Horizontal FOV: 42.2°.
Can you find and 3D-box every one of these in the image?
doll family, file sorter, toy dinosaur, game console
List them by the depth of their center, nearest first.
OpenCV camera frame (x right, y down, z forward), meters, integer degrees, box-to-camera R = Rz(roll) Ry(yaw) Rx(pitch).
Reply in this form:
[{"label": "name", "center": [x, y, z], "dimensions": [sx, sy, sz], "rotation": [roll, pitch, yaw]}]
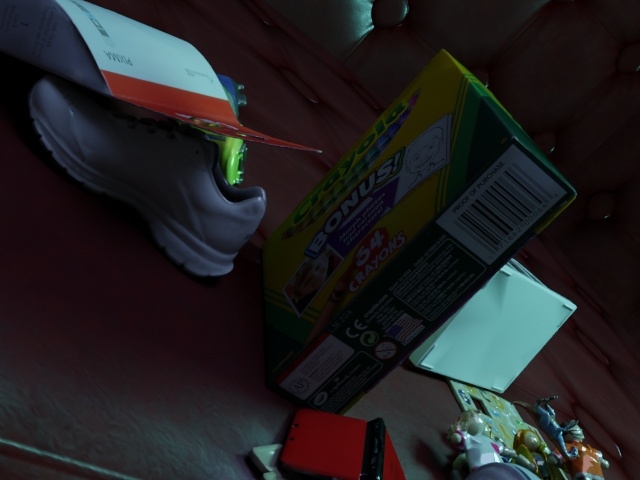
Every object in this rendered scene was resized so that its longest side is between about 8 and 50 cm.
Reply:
[{"label": "game console", "center": [0.028, 0.231, 0.811], "dimensions": [0.144, 0.085, 0.124], "rotation": [-59, 129, -78]}, {"label": "toy dinosaur", "center": [0.300, 0.243, 1.068], "dimensions": [0.047, 0.090, 0.082], "rotation": [7, 73, -54]}, {"label": "doll family", "center": [0.254, 0.301, 1.086], "dimensions": [0.263, 0.118, 0.163], "rotation": [13, 37, -27]}, {"label": "file sorter", "center": [0.236, 0.098, 1.330], "dimensions": [0.278, 0.193, 0.173], "rotation": [25, 18, -47]}]

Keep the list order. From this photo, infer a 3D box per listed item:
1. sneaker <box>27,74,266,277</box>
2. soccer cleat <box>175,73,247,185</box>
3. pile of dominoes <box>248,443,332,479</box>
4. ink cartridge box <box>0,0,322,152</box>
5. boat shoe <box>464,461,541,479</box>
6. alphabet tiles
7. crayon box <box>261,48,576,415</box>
[{"label": "sneaker", "center": [-0.188, -0.091, 0.931], "dimensions": [0.297, 0.129, 0.111], "rotation": [38, 20, -13]}, {"label": "soccer cleat", "center": [-0.172, -0.168, 1.259], "dimensions": [0.121, 0.093, 0.289], "rotation": [6, 34, -13]}, {"label": "pile of dominoes", "center": [0.027, 0.286, 0.732], "dimensions": [0.196, 0.040, 0.251], "rotation": [30, 14, -36]}, {"label": "ink cartridge box", "center": [-0.203, -0.215, 1.007], "dimensions": [0.385, 0.091, 0.308], "rotation": [23, 10, 17]}, {"label": "boat shoe", "center": [0.079, 0.288, 0.559], "dimensions": [0.156, 0.136, 0.367], "rotation": [37, 43, -18]}, {"label": "alphabet tiles", "center": [0.299, 0.306, 1.298], "dimensions": [0.237, 0.009, 0.198], "rotation": [31, 21, -35]}, {"label": "crayon box", "center": [0.081, -0.019, 0.969], "dimensions": [0.106, 0.363, 0.313], "rotation": [36, 19, -22]}]
